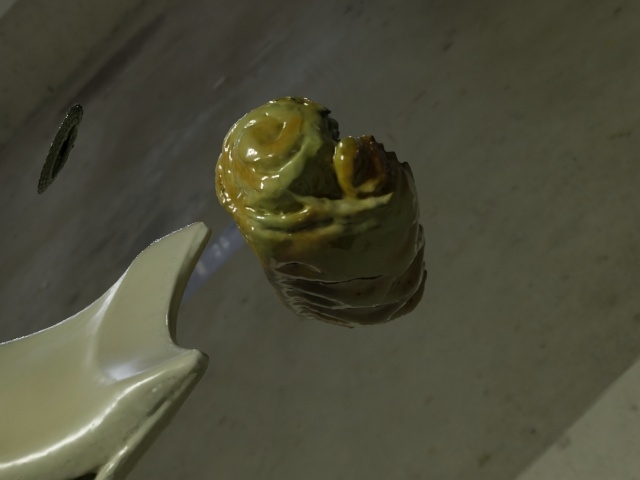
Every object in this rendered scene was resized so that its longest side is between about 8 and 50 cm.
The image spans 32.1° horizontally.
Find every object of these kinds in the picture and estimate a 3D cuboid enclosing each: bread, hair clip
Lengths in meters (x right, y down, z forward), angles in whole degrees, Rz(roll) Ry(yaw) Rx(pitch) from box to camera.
[{"bbox_3d":[0.000,0.000,0.708,0.232,0.128,0.088,76,-143,-66],"label":"bread"},{"bbox_3d":[-0.179,0.107,0.615,0.282,0.113,0.172,-17,25,1],"label":"hair clip"}]

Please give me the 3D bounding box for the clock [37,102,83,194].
[{"bbox_3d":[-0.214,-0.074,0.911,0.083,0.010,0.074,-73,7,-50],"label":"clock"}]
